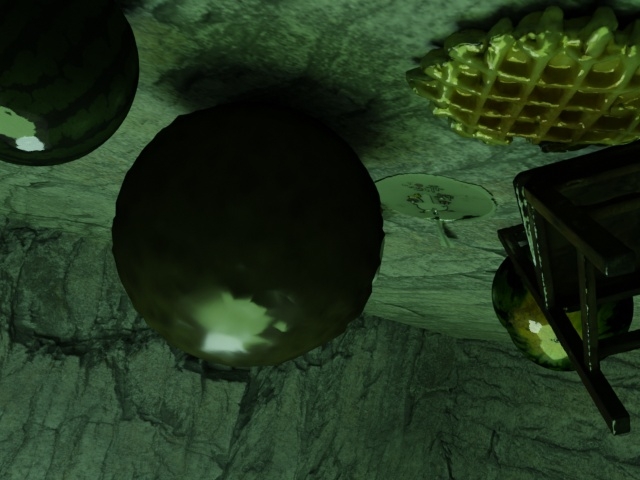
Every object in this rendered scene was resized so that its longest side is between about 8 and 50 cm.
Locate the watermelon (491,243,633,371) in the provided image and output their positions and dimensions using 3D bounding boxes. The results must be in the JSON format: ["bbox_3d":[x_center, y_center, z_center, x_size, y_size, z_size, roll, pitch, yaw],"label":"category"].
[{"bbox_3d":[0.473,0.121,1.184,0.269,0.268,0.269,11,168,2],"label":"watermelon"}]

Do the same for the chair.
[{"bbox_3d":[0.351,-0.017,0.736,0.203,0.416,0.240,-17,121,6],"label":"chair"}]

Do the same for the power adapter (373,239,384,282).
[{"bbox_3d":[0.033,0.020,1.440,0.205,0.130,0.125,19,167,-25],"label":"power adapter"}]

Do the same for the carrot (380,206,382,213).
[{"bbox_3d":[0.084,-0.052,1.253,0.048,0.048,0.139,20,165,-33],"label":"carrot"}]

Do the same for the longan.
[{"bbox_3d":[-0.094,-0.010,0.865,0.391,0.391,0.391,11,168,2],"label":"longan"}]

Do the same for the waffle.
[{"bbox_3d":[0.231,-0.151,0.622,0.250,0.056,0.261,20,168,-34],"label":"waffle"}]

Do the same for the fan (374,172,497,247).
[{"bbox_3d":[0.229,-0.052,1.185,0.233,0.012,0.414,9,165,18],"label":"fan"}]

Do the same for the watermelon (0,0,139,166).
[{"bbox_3d":[-0.293,-0.184,0.615,0.212,0.212,0.212,11,168,2],"label":"watermelon"}]
